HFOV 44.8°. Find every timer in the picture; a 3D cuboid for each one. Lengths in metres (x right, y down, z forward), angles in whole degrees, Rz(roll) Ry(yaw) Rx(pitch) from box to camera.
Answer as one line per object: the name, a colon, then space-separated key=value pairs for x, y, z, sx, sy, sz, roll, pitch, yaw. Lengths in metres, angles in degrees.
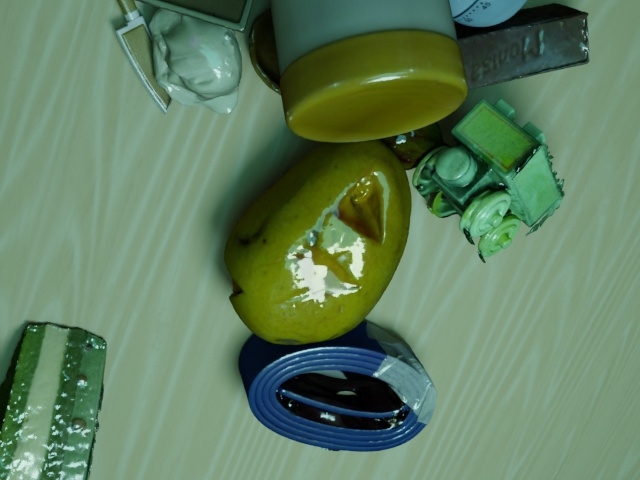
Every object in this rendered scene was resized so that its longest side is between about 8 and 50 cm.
timer: x=0.201 y=-0.427 z=1.122 sx=0.175 sy=0.175 sz=0.255 roll=-41 pitch=89 yaw=3

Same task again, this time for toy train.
toy train: x=0.269 y=-0.090 z=1.234 sx=0.188 sy=0.159 sz=0.272 roll=-45 pitch=149 yaw=4

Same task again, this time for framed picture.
framed picture: x=-0.176 y=-0.372 z=1.020 sx=0.203 sy=0.015 sz=0.150 roll=16 pitch=91 yaw=-1

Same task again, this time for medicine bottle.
medicine bottle: x=0.057 y=-0.272 z=1.017 sx=0.238 sy=0.238 sz=0.231 roll=-5 pitch=79 yaw=-16

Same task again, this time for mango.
mango: x=0.000 y=0.000 z=1.196 sx=0.253 sy=0.182 sz=0.364 roll=26 pitch=107 yaw=-14

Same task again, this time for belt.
belt: x=0.031 y=0.249 z=1.365 sx=0.347 sy=0.117 sz=0.212 roll=16 pitch=108 yaw=-21

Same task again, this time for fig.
fig: x=0.144 y=-0.159 z=1.233 sx=0.155 sy=0.103 sz=0.109 roll=17 pitch=144 yaw=-35

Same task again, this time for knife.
knife: x=-0.263 y=-0.294 z=1.082 sx=0.046 sy=0.022 sz=0.256 roll=-36 pitch=124 yaw=-24

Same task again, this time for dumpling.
dumpling: x=-0.174 y=-0.256 z=1.085 sx=0.127 sy=0.108 sz=0.188 roll=-11 pitch=128 yaw=-3

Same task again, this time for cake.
cake: x=-0.457 y=0.282 z=1.261 sx=0.158 sy=0.172 sz=0.283 roll=16 pitch=74 yaw=-30

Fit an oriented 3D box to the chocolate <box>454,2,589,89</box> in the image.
chocolate: x=0.256 y=-0.288 z=1.202 sx=0.321 sy=0.112 sz=0.111 roll=-13 pitch=114 yaw=-12

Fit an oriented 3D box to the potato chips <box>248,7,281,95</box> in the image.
potato chips: x=-0.008 y=-0.272 z=1.156 sx=0.202 sy=0.049 sz=0.150 roll=-3 pitch=95 yaw=-14
